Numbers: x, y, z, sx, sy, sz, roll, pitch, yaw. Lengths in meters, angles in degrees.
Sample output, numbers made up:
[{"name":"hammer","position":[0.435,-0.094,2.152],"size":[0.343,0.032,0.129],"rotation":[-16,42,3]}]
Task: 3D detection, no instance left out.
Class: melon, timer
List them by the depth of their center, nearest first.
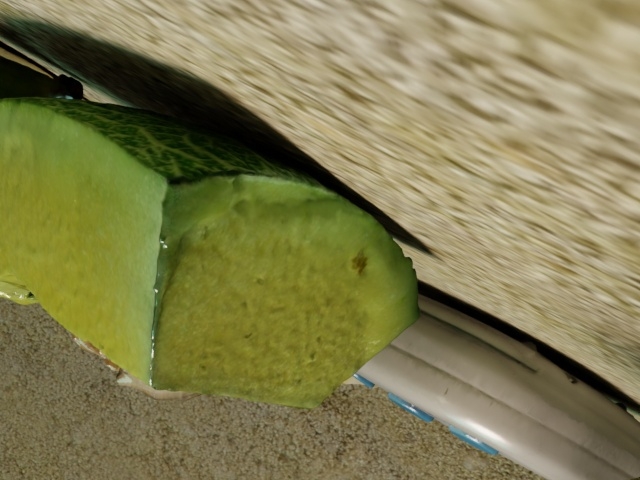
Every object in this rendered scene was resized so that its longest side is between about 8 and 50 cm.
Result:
[{"name":"melon","position":[-0.121,-0.005,0.497],"size":[0.323,0.124,0.196],"rotation":[13,167,40]},{"name":"timer","position":[0.127,0.116,0.737],"size":[0.237,0.087,0.262],"rotation":[31,175,-41]}]

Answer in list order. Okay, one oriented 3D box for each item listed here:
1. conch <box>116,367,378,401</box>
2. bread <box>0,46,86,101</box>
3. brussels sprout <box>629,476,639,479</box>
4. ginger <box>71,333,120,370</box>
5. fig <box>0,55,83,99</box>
[{"name":"conch","position":[-0.068,0.062,0.908],"size":[0.324,0.186,0.263],"rotation":[0,171,-16]},{"name":"bread","position":[-0.320,-0.160,0.795],"size":[0.316,0.054,0.316],"rotation":[28,177,2]},{"name":"brussels sprout","position":[0.208,0.250,0.386],"size":[0.354,0.289,0.281],"rotation":[41,-178,-8]},{"name":"ginger","position":[-0.248,0.007,1.004],"size":[0.123,0.270,0.219],"rotation":[4,-169,11]},{"name":"fig","position":[-0.280,-0.082,0.591],"size":[0.235,0.203,0.203],"rotation":[6,-168,-37]}]
